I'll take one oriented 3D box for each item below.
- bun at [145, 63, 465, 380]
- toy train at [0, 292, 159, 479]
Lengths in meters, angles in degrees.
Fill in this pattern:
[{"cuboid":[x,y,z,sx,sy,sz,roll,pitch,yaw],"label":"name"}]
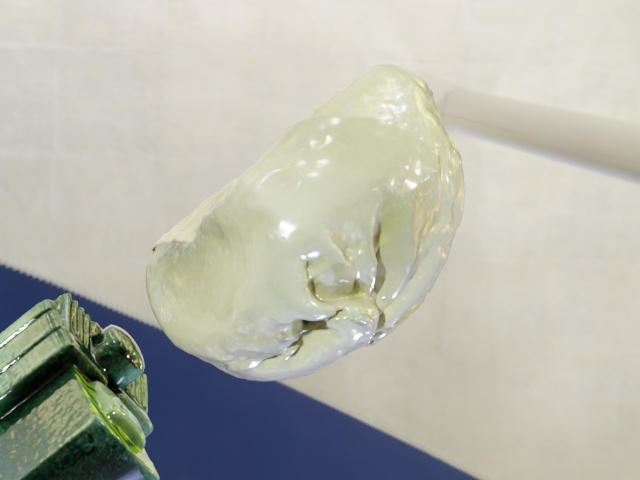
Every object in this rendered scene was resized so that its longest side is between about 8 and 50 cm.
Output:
[{"cuboid":[0.000,0.000,0.952,0.229,0.229,0.145,-39,-92,-6],"label":"bun"},{"cuboid":[-0.256,0.198,1.111,0.330,0.178,0.138,-38,-54,-2],"label":"toy train"}]
